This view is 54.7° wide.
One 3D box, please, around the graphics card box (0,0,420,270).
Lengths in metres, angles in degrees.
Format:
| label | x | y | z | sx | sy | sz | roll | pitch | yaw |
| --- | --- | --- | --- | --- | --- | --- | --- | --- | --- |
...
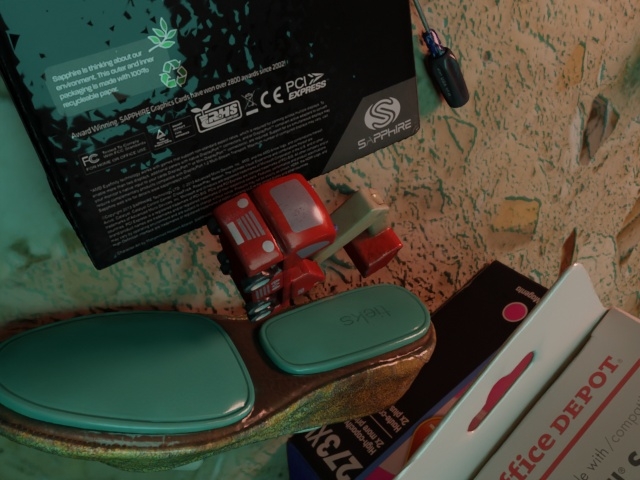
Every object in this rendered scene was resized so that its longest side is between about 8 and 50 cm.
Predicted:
| label | x | y | z | sx | sy | sz | roll | pitch | yaw |
| --- | --- | --- | --- | --- | --- | --- | --- | --- | --- |
| graphics card box | -0.076 | -0.193 | 0.308 | 0.233 | 0.094 | 0.371 | -27 | 124 | -22 |

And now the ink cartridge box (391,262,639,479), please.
| label | x | y | z | sx | sy | sz | roll | pitch | yaw |
| --- | --- | --- | --- | --- | --- | --- | --- | --- | --- |
| ink cartridge box | 0.224 | 0.194 | 0.458 | 0.207 | 0.119 | 0.353 | -49 | 130 | -3 |

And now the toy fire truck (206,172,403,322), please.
| label | x | y | z | sx | sy | sz | roll | pitch | yaw |
| --- | --- | --- | --- | --- | --- | --- | --- | --- | --- |
| toy fire truck | 0.000 | 0.000 | 0.422 | 0.135 | 0.047 | 0.192 | -29 | 166 | -13 |

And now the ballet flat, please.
| label | x | y | z | sx | sy | sz | roll | pitch | yaw |
| --- | --- | --- | --- | --- | --- | --- | --- | --- | --- |
| ballet flat | -0.063 | 0.111 | 0.465 | 0.348 | 0.123 | 0.123 | -6 | 116 | -32 |

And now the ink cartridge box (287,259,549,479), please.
| label | x | y | z | sx | sy | sz | roll | pitch | yaw |
| --- | --- | --- | --- | --- | --- | --- | --- | --- | --- |
| ink cartridge box | 0.100 | 0.183 | 0.563 | 0.371 | 0.176 | 0.069 | -41 | 129 | -11 |

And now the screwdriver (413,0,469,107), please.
| label | x | y | z | sx | sy | sz | roll | pitch | yaw |
| --- | --- | --- | --- | --- | --- | --- | --- | --- | --- |
| screwdriver | 0.077 | -0.173 | 0.477 | 0.024 | 0.025 | 0.170 | -41 | 121 | -9 |
